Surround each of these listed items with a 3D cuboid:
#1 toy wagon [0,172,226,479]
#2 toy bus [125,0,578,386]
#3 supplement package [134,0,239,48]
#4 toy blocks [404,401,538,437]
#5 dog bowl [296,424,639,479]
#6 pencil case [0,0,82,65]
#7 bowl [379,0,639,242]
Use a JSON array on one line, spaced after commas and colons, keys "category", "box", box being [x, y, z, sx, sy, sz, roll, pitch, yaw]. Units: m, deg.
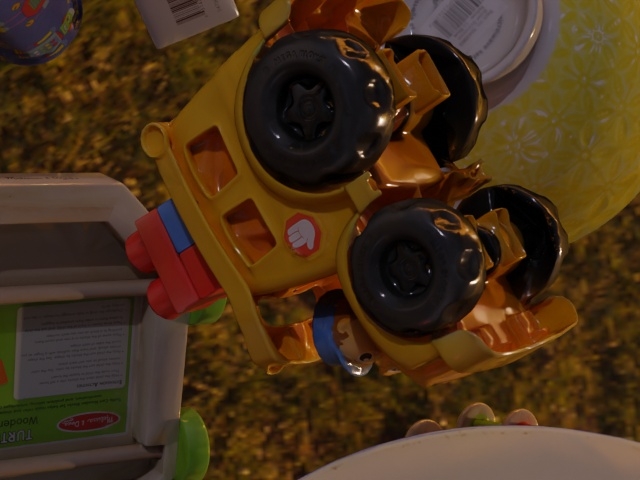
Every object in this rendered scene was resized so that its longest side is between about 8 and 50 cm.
[{"category": "toy wagon", "box": [-0.201, 0.128, 1.008, 0.267, 0.068, 0.344, -2, 106, -33]}, {"category": "toy bus", "box": [0.000, 0.000, 0.833, 0.220, 0.211, 0.149, 61, 27, 11]}, {"category": "supplement package", "box": [-0.174, -0.324, 1.758, 0.105, 0.179, 0.105, -23, 137, 0]}, {"category": "toy blocks", "box": [0.163, 0.182, 1.324, 0.123, 0.148, 0.054, -12, 102, -41]}, {"category": "dog bowl", "box": [0.067, 0.186, 0.461, 0.265, 0.265, 0.104, -37, 146, -35]}, {"category": "pencil case", "box": [-0.345, -0.274, 1.581, 0.133, 0.306, 0.119, 23, 84, 10]}, {"category": "bowl", "box": [0.108, -0.139, 1.086, 0.156, 0.290, 0.289, 35, 53, -71]}]
